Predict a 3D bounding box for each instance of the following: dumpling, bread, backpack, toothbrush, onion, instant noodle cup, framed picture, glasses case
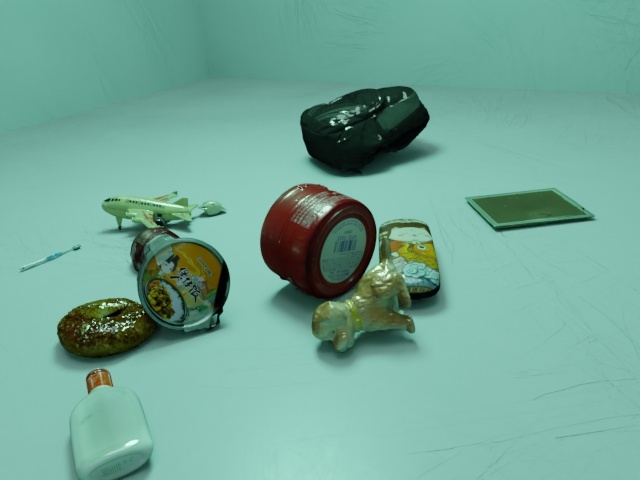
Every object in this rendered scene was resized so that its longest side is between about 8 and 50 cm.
[{"bbox_3d":[-0.321,-0.098,1.644,0.077,0.043,0.059,-20,12,-12],"label":"dumpling"},{"bbox_3d":[-0.419,0.163,1.097,0.193,0.064,0.193,-3,22,1],"label":"bread"},{"bbox_3d":[0.165,-0.405,1.969,0.445,0.255,0.363,-26,30,-12],"label":"backpack"},{"bbox_3d":[-0.697,0.043,1.444,0.162,0.014,0.017,-29,16,-40],"label":"toothbrush"},{"bbox_3d":[-0.377,0.020,1.343,0.206,0.098,0.151,14,33,34],"label":"onion"},{"bbox_3d":[-0.281,0.083,1.130,0.177,0.208,0.125,-19,8,-20],"label":"instant noodle cup"},{"bbox_3d":[0.557,-0.088,1.510,0.273,0.016,0.216,-6,25,-4],"label":"framed picture"},{"bbox_3d":[0.191,0.033,1.241,0.122,0.082,0.321,-4,26,6],"label":"glasses case"}]

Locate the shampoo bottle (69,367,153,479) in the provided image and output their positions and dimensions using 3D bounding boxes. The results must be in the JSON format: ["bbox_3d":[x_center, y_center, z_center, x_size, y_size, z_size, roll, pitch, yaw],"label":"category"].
[{"bbox_3d":[-0.330,0.274,0.862,0.108,0.051,0.221,-18,29,-21],"label":"shampoo bottle"}]

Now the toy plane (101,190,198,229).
[{"bbox_3d":[-0.480,-0.084,1.567,0.256,0.104,0.242,-4,28,0],"label":"toy plane"}]

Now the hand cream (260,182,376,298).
[{"bbox_3d":[0.000,0.000,1.179,0.230,0.230,0.149,-26,34,-38],"label":"hand cream"}]

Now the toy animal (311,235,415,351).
[{"bbox_3d":[0.062,0.101,1.026,0.185,0.184,0.104,-14,2,-4],"label":"toy animal"}]
